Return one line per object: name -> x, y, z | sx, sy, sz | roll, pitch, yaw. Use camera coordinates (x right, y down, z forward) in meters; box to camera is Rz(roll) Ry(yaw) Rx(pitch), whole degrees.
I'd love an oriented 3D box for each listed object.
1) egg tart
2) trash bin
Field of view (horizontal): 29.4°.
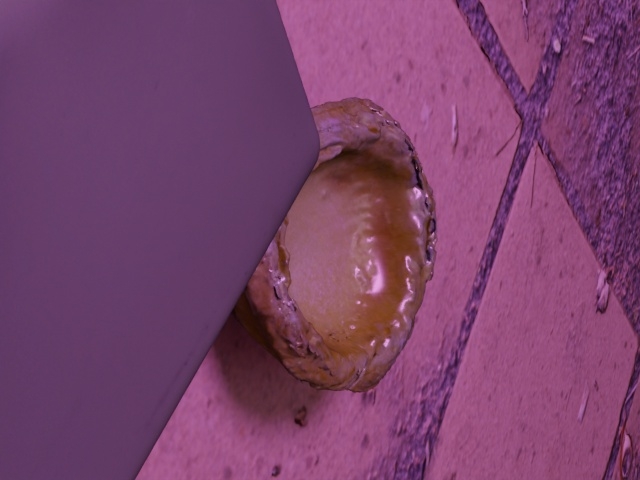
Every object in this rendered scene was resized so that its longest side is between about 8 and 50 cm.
egg tart -> 0.000, 0.000, 0.764 | 0.197, 0.078, 0.197 | -13, 106, -56
trash bin -> -0.149, -0.002, 0.455 | 0.343, 0.158, 0.223 | -60, 144, -40
